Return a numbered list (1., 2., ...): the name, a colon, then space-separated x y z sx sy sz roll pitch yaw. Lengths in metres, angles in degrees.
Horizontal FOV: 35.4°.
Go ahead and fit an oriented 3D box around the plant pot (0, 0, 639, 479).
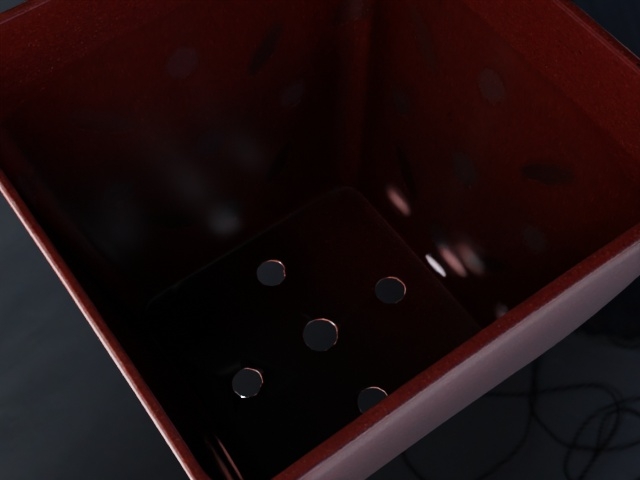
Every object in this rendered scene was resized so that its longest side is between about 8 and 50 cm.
1. plant pot: 0.000 0.000 0.539 0.267 0.236 0.267 -32 64 -17
